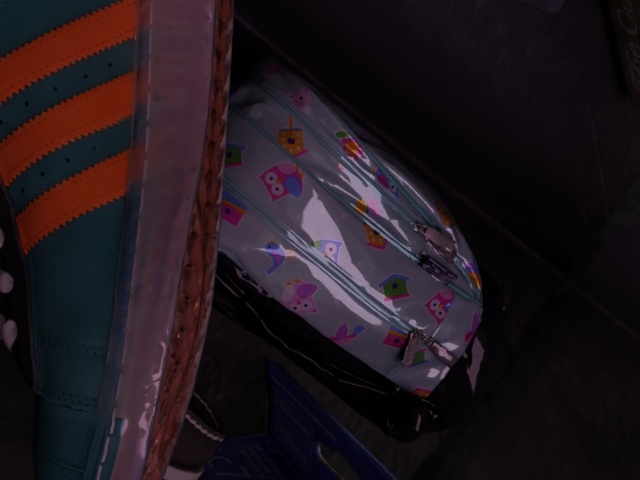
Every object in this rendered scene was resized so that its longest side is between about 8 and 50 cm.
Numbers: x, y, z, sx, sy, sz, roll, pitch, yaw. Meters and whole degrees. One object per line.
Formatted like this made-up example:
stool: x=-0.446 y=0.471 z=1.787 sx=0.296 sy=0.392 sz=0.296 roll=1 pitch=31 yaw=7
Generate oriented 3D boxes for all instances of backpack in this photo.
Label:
backpack: x=0.000 y=0.000 z=0.659 sx=0.182 sy=0.152 sz=0.115 roll=41 pitch=84 yaw=-27

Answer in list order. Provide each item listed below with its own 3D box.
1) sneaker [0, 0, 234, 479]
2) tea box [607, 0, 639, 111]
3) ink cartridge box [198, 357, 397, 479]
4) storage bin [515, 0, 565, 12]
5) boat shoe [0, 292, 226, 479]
sneaker: x=-0.102 y=-0.040 z=0.538 sx=0.121 sy=0.108 sz=0.302 roll=4 pitch=81 yaw=2
tea box: x=0.299 y=-0.193 z=0.617 sx=0.220 sy=0.323 sz=0.329 roll=-32 pitch=126 yaw=-15
ink cartridge box: x=-0.025 y=0.242 z=0.726 sx=0.065 sy=0.186 sz=0.311 roll=-3 pitch=114 yaw=-29
storage bin: x=0.077 y=-0.165 z=0.617 sx=0.135 sy=0.098 sz=0.091 roll=20 pitch=119 yaw=6
boat shoe: x=-0.109 y=0.035 z=0.634 sx=0.068 sy=0.081 sz=0.228 roll=-43 pitch=126 yaw=-1
